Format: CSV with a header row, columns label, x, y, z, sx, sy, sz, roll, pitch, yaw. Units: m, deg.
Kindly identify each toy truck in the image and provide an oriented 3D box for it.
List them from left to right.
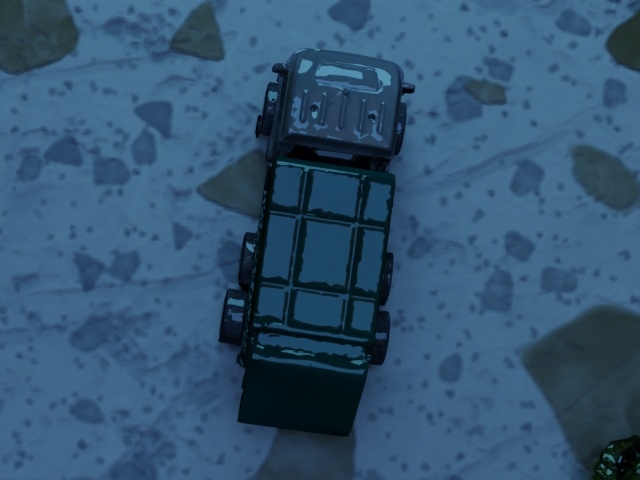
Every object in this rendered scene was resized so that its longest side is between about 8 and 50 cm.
label,x,y,z,sx,sy,sz,roll,pitch,yaw
toy truck,0.000,0.000,1.148,0.114,0.124,0.253,9,82,-5

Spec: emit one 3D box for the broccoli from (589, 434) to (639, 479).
label,x,y,z,sx,sy,sz,roll,pitch,yaw
broccoli,0.233,0.174,1.134,0.131,0.120,0.130,21,46,34
